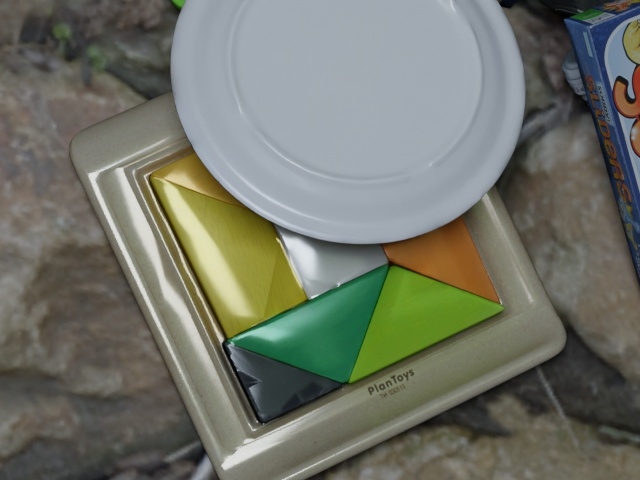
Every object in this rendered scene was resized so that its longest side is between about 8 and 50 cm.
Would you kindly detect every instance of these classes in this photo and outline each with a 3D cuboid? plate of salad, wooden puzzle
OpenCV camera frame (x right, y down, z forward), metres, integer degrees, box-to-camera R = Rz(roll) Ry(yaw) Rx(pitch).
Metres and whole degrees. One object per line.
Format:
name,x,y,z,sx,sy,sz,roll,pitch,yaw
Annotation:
plate of salad,0.015,-0.089,0.925,0.200,0.048,0.199,3,70,-10
wooden puzzle,0.000,0.000,0.956,0.221,0.044,0.238,-25,84,-10

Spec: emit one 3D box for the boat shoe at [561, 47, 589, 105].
boat shoe,0.244,-0.147,1.001,0.226,0.083,0.076,-40,109,-5

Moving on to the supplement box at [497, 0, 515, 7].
supplement box,0.087,-0.193,0.992,0.083,0.056,0.083,12,80,-4

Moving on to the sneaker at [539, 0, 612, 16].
sneaker,0.174,-0.203,0.996,0.178,0.077,0.072,-52,125,-23

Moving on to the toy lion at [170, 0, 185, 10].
toy lion,-0.076,-0.179,0.987,0.096,0.034,0.100,-7,82,-1

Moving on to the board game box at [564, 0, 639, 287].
board game box,0.231,-0.055,0.956,0.136,0.035,0.201,-23,109,-9
